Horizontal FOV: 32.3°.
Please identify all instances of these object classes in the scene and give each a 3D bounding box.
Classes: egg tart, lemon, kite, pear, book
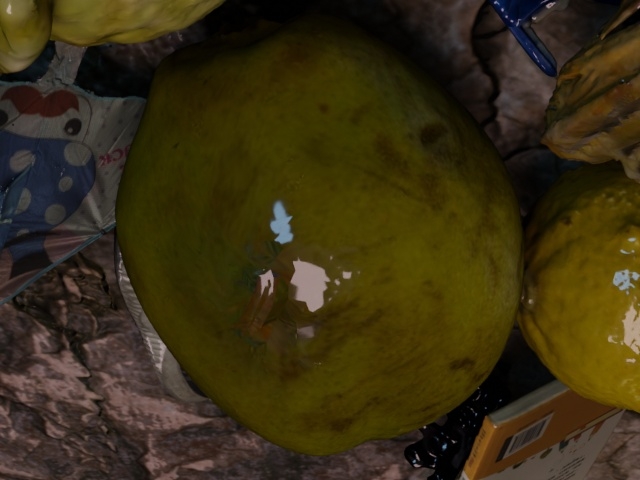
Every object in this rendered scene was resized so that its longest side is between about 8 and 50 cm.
[{"bbox_3d":[0.267,-0.097,0.639,0.297,0.132,0.297,-29,168,-7],"label":"egg tart"},{"bbox_3d":[0.242,0.031,0.810,0.231,0.192,0.192,-6,139,-15],"label":"lemon"},{"bbox_3d":[-0.184,-0.082,0.730,0.335,0.011,0.314,6,115,-44],"label":"kite"},{"bbox_3d":[0.000,0.000,0.741,0.269,0.269,0.321,-6,123,10],"label":"pear"},{"bbox_3d":[0.206,0.212,1.052,0.208,0.020,0.295,-22,145,-27],"label":"book"}]

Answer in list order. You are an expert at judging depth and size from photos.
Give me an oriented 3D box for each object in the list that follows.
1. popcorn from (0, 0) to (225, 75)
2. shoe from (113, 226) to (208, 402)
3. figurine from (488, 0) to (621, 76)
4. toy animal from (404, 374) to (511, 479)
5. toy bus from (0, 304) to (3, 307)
[{"bbox_3d":[-0.132,-0.230,0.498,0.312,0.312,0.312,2,137,2],"label":"popcorn"},{"bbox_3d":[-0.096,0.051,0.930,0.112,0.099,0.227,-13,135,7],"label":"shoe"},{"bbox_3d":[0.197,-0.204,0.621,0.262,0.120,0.164,-25,165,2],"label":"figurine"},{"bbox_3d":[0.065,0.123,1.024,0.210,0.117,0.121,39,86,-11],"label":"toy animal"},{"bbox_3d":[-0.310,-0.068,0.758,0.128,0.147,0.302,-1,140,21],"label":"toy bus"}]
